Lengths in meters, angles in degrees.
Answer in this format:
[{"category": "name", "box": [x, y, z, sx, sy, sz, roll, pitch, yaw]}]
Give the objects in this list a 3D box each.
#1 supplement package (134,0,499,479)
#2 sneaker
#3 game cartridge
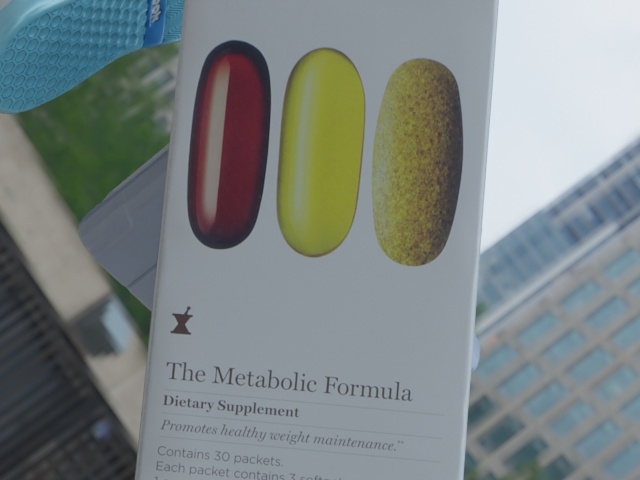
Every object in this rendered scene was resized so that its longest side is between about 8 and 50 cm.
[{"category": "supplement package", "box": [0.000, 0.000, 0.861, 0.134, 0.139, 0.244, 92, 2, -82]}, {"category": "sneaker", "box": [-0.192, -0.225, 1.429, 0.208, 0.319, 0.127, 35, -49, 24]}, {"category": "game cartridge", "box": [-0.025, 0.035, 1.547, 0.297, 0.062, 0.198, 43, -52, -15]}]
